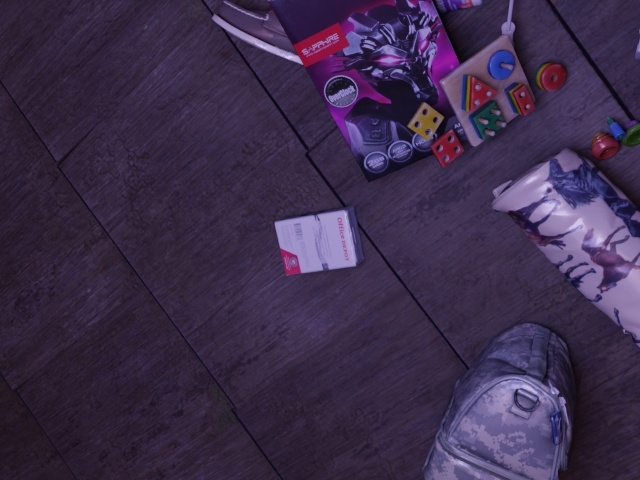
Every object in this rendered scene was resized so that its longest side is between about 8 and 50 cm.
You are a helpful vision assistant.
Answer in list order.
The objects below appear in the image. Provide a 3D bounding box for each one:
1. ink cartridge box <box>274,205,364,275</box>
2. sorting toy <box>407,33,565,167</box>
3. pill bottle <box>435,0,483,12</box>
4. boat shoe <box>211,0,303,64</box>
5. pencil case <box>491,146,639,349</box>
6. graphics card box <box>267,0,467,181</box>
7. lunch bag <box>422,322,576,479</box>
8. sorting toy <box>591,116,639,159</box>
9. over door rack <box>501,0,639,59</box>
[{"bbox_3d":[0.000,0.000,1.419,0.150,0.063,0.109,-9,98,21],"label":"ink cartridge box"},{"bbox_3d":[0.272,-0.231,1.179,0.274,0.046,0.132,-36,119,-4],"label":"sorting toy"},{"bbox_3d":[0.172,-0.432,1.238,0.193,0.108,0.108,-6,99,22],"label":"pill bottle"},{"bbox_3d":[-0.039,-0.371,1.329,0.324,0.116,0.097,26,109,9],"label":"boat shoe"},{"bbox_3d":[0.465,0.027,1.194,0.410,0.160,0.183,47,150,8],"label":"pencil case"},{"bbox_3d":[0.100,-0.300,1.208,0.232,0.094,0.371,-23,121,15],"label":"graphics card box"},{"bbox_3d":[0.320,0.292,1.232,0.212,0.305,0.256,22,109,14],"label":"lunch bag"},{"bbox_3d":[0.489,-0.176,1.211,0.102,0.061,0.042,-28,56,16],"label":"sorting toy"},{"bbox_3d":[0.414,-0.449,1.145,0.239,0.108,0.324,7,104,20],"label":"over door rack"}]
